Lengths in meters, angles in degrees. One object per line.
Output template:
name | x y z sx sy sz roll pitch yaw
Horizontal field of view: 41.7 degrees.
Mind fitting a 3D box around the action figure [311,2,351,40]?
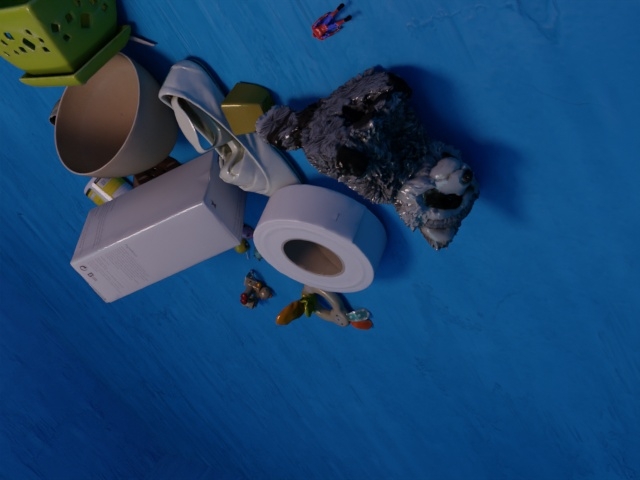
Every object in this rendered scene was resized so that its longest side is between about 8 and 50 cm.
action figure | 0.015 -0.378 1.468 0.038 0.030 0.115 53 152 -13

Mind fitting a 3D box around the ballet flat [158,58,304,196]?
ballet flat | -0.203 -0.207 1.820 0.400 0.139 0.139 49 148 -18

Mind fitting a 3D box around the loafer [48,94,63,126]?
loafer | -0.586 -0.278 2.162 0.268 0.092 0.102 28 148 16

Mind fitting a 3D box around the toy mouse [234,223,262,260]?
toy mouse | -0.181 0.007 2.174 0.143 0.031 0.161 7 137 41

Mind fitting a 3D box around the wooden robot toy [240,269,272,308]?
wooden robot toy | -0.173 0.152 2.326 0.079 0.076 0.173 20 146 9

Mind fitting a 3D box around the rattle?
rattle | 0.013 0.199 2.130 0.199 0.143 0.130 38 131 13

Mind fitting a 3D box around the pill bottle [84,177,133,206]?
pill bottle | -0.558 -0.112 2.339 0.184 0.103 0.103 41 149 -5

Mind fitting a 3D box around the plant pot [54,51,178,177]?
plant pot | -0.435 -0.262 1.901 0.284 0.284 0.191 9 175 39

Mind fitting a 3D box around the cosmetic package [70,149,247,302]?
cosmetic package | -0.374 -0.033 1.977 0.385 0.217 0.156 -21 127 19

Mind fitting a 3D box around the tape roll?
tape roll | 0.000 0.000 1.849 0.286 0.100 0.286 17 151 10

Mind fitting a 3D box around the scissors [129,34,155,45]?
scissors | -0.488 -0.478 1.865 0.297 0.021 0.109 14 139 37

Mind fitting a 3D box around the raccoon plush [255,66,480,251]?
raccoon plush | 0.106 -0.155 1.580 0.299 0.216 0.446 44 173 -31

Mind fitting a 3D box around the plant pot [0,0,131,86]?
plant pot | -0.553 -0.451 1.761 0.227 0.228 0.207 5 137 37

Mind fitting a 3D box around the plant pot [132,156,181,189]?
plant pot | -0.409 -0.116 2.139 0.167 0.167 0.165 29 140 16

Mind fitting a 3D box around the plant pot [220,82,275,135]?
plant pot | -0.140 -0.272 1.724 0.083 0.081 0.081 2 135 28
